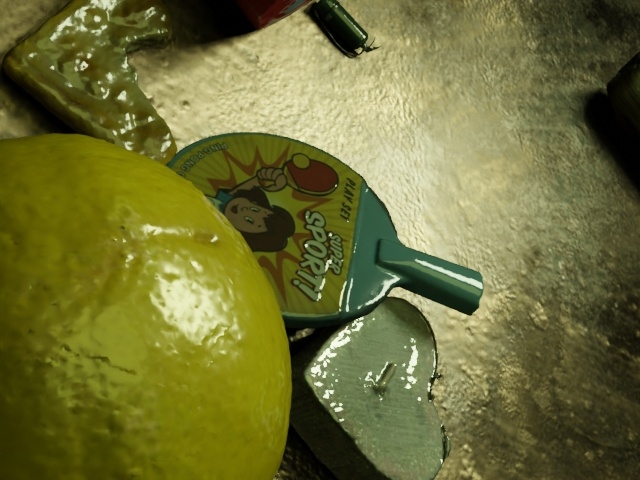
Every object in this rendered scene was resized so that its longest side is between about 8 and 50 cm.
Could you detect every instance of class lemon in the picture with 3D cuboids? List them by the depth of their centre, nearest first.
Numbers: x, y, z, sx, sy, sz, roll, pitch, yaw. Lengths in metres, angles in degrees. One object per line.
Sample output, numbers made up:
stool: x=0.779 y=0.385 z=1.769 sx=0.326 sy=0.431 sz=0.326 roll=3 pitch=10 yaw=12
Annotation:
lemon: x=-0.185 y=0.089 z=0.824 sx=0.348 sy=0.348 sz=0.348 roll=13 pitch=65 yaw=-29

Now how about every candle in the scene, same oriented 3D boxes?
candle: x=0.038 y=0.144 z=1.106 sx=0.168 sy=0.068 sz=0.192 roll=13 pitch=63 yaw=-32

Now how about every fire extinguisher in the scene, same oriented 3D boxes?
fire extinguisher: x=0.026 y=-0.231 z=1.279 sx=0.083 sy=0.025 sz=0.038 roll=44 pitch=91 yaw=-10

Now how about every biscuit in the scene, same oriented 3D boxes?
biscuit: x=-0.185 y=-0.162 z=1.099 sx=0.174 sy=0.039 sz=0.183 roll=38 pitch=56 yaw=-9

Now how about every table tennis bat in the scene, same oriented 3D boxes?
table tennis bat: x=0.000 y=0.000 z=1.111 sx=0.329 sy=0.044 sz=0.215 roll=19 pitch=50 yaw=-9

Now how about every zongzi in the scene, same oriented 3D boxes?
zongzi: x=0.442 y=-0.095 z=1.438 sx=0.221 sy=0.112 sz=0.242 roll=26 pitch=60 yaw=-24

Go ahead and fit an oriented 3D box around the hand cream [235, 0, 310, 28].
hand cream: x=-0.018 y=-0.332 z=1.168 sx=0.230 sy=0.230 sz=0.149 roll=-35 pitch=93 yaw=-37
